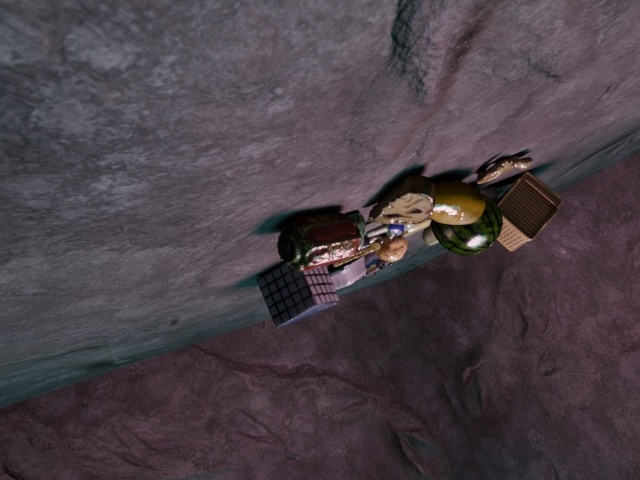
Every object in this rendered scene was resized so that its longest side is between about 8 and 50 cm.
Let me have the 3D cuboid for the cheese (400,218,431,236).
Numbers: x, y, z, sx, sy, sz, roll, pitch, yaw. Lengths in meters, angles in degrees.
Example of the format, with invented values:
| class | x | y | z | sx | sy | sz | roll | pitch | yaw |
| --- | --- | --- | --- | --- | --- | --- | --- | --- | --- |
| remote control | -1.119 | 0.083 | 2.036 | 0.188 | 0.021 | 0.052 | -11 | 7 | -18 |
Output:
| class | x | y | z | sx | sy | sz | roll | pitch | yaw |
| --- | --- | --- | --- | --- | --- | --- | --- | --- | --- |
| cheese | 0.498 | -0.086 | 2.065 | 0.251 | 0.054 | 0.127 | -19 | 170 | -15 |

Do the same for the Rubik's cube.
| class | x | y | z | sx | sy | sz | roll | pitch | yaw |
| --- | --- | --- | --- | --- | --- | --- | --- | --- | --- |
| Rubik's cube | -0.094 | 0.216 | 1.881 | 0.237 | 0.238 | 0.237 | -29 | 167 | 23 |

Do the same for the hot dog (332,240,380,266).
| class | x | y | z | sx | sy | sz | roll | pitch | yaw |
| --- | --- | --- | --- | --- | --- | --- | --- | --- | --- |
| hot dog | 0.160 | 0.051 | 2.005 | 0.242 | 0.073 | 0.084 | -23 | 170 | 4 |

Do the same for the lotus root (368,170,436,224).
| class | x | y | z | sx | sy | sz | roll | pitch | yaw |
| --- | --- | --- | --- | --- | --- | --- | --- | --- | --- |
| lotus root | 0.283 | -0.116 | 1.402 | 0.170 | 0.074 | 0.261 | 14 | 152 | -12 |

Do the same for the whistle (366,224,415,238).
| class | x | y | z | sx | sy | sz | roll | pitch | yaw |
| --- | --- | --- | --- | --- | --- | --- | --- | --- | --- |
| whistle | 0.300 | -0.063 | 1.736 | 0.244 | 0.092 | 0.110 | -22 | 171 | -6 |

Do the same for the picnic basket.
| class | x | y | z | sx | sy | sz | roll | pitch | yaw |
| --- | --- | --- | --- | --- | --- | --- | --- | --- | --- |
| picnic basket | 0.934 | -0.144 | 1.998 | 0.313 | 0.228 | 0.175 | -42 | 170 | -20 |

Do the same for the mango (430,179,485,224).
| class | x | y | z | sx | sy | sz | roll | pitch | yaw |
| --- | --- | --- | --- | --- | --- | --- | --- | --- | --- |
| mango | 0.458 | -0.144 | 1.561 | 0.329 | 0.175 | 0.176 | 15 | 120 | -38 |

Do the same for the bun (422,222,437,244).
| class | x | y | z | sx | sy | sz | roll | pitch | yaw |
| --- | --- | --- | --- | --- | --- | --- | --- | --- | --- |
| bun | 0.629 | -0.055 | 2.265 | 0.195 | 0.118 | 0.195 | -18 | 172 | -3 |

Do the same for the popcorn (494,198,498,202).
| class | x | y | z | sx | sy | sz | roll | pitch | yaw |
| --- | --- | --- | --- | --- | --- | --- | --- | --- | --- |
| popcorn | 0.883 | -0.119 | 2.209 | 0.255 | 0.195 | 0.256 | 18 | -162 | -4 |

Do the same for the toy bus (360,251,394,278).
| class | x | y | z | sx | sy | sz | roll | pitch | yaw |
| --- | --- | --- | --- | --- | --- | --- | --- | --- | --- |
| toy bus | 0.278 | 0.110 | 2.319 | 0.112 | 0.138 | 0.317 | -17 | 166 | -45 |

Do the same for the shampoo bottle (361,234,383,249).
| class | x | y | z | sx | sy | sz | roll | pitch | yaw |
| --- | --- | --- | --- | --- | --- | --- | --- | --- | --- |
| shampoo bottle | 0.176 | 0.022 | 1.936 | 0.207 | 0.063 | 0.057 | -22 | 168 | 3 |

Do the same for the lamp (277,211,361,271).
| class | x | y | z | sx | sy | sz | roll | pitch | yaw |
| --- | --- | --- | --- | --- | --- | --- | --- | --- | --- |
| lamp | 0.000 | 0.000 | 1.350 | 0.274 | 0.177 | 0.177 | -9 | 162 | -39 |

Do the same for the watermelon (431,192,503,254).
| class | x | y | z | sx | sy | sz | roll | pitch | yaw |
| --- | --- | --- | --- | --- | --- | --- | --- | --- | --- |
| watermelon | 0.629 | -0.076 | 1.850 | 0.285 | 0.285 | 0.285 | -21 | 167 | -5 |

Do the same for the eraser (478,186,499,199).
| class | x | y | z | sx | sy | sz | roll | pitch | yaw |
| --- | --- | --- | --- | --- | --- | --- | --- | --- | --- |
| eraser | 0.730 | -0.174 | 2.060 | 0.124 | 0.068 | 0.210 | -18 | 167 | -35 |

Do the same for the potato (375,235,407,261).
| class | x | y | z | sx | sy | sz | roll | pitch | yaw |
| --- | --- | --- | --- | --- | --- | --- | --- | --- | --- |
| potato | 0.351 | 0.026 | 2.102 | 0.161 | 0.128 | 0.234 | 14 | -158 | 40 |

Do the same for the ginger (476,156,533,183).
| class | x | y | z | sx | sy | sz | roll | pitch | yaw |
| --- | --- | --- | --- | --- | --- | --- | --- | --- | --- |
| ginger | 0.694 | -0.273 | 1.634 | 0.258 | 0.065 | 0.149 | -21 | -179 | -31 |

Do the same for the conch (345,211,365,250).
| class | x | y | z | sx | sy | sz | roll | pitch | yaw |
| --- | --- | --- | --- | --- | --- | --- | --- | --- | --- |
| conch | 0.100 | -0.014 | 1.553 | 0.176 | 0.122 | 0.188 | -48 | 169 | 1 |

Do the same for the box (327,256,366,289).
| class | x | y | z | sx | sy | sz | roll | pitch | yaw |
| --- | --- | --- | --- | --- | --- | --- | --- | --- | --- |
| box | 0.109 | 0.169 | 2.157 | 0.264 | 0.106 | 0.336 | -22 | 180 | 29 |
